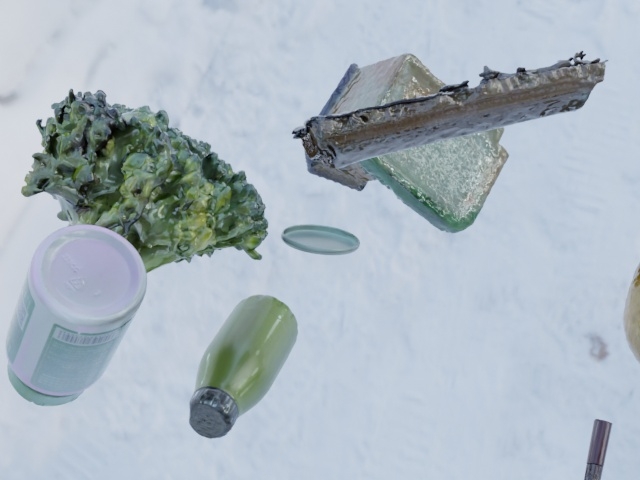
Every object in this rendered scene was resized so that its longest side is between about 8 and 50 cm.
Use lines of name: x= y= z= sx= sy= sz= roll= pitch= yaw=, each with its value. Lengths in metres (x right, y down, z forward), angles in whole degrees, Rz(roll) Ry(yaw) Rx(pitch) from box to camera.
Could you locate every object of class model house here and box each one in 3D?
model house: x=0.137 y=-0.168 z=2.045 sx=0.312 sy=0.280 sz=0.245 roll=37 pitch=70 yaw=-26

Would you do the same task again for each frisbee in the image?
frisbee: x=0.000 y=0.000 z=1.529 sx=0.110 sy=0.014 sz=0.110 roll=7 pitch=17 yaw=-2

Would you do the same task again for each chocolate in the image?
chocolate: x=0.136 y=-0.134 z=1.148 sx=0.329 sy=0.102 sz=0.065 roll=-15 pitch=90 yaw=-9

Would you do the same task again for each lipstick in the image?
lipstick: x=0.377 y=0.336 z=1.540 sx=0.027 sy=0.027 sz=0.176 roll=12 pitch=72 yaw=9

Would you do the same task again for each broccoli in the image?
broccoli: x=-0.235 y=-0.065 z=1.481 sx=0.334 sy=0.324 sz=0.272 roll=37 pitch=40 yaw=-26

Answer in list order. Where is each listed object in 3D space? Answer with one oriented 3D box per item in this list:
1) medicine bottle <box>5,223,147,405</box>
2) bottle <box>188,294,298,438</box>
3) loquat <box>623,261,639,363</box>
medicine bottle: x=-0.302 y=0.102 z=1.329 sx=0.133 sy=0.274 sz=0.133 roll=12 pitch=55 yaw=-18
bottle: x=-0.119 y=0.187 z=1.631 sx=0.112 sy=0.112 sz=0.260 roll=15 pitch=32 yaw=11
loquat: x=0.577 y=0.102 z=1.601 sx=0.284 sy=0.276 sz=0.276 roll=-3 pitch=49 yaw=-50
